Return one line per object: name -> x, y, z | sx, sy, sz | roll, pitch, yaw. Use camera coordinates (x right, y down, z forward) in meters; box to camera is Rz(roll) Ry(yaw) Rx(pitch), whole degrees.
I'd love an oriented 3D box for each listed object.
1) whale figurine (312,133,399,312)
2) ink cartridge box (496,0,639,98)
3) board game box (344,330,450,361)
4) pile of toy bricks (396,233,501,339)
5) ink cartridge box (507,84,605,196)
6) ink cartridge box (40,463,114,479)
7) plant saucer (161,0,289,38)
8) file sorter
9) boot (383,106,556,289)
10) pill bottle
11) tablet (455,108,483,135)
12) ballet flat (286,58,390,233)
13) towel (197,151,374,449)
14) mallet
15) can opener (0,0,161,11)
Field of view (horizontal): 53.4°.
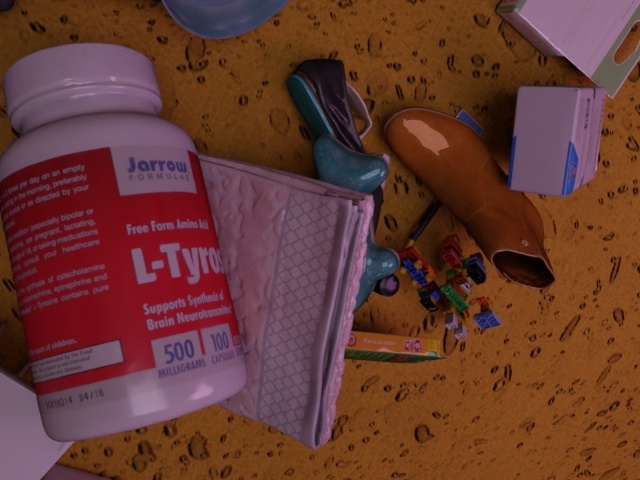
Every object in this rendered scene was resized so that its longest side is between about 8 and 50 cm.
whale figurine -> 0.000, 0.000, 0.852 | 0.216, 0.141, 0.272 | 26, 127, 10
ink cartridge box -> 0.408, -0.355, 0.980 | 0.235, 0.056, 0.171 | 31, 94, -25
board game box -> 0.058, 0.162, 0.971 | 0.260, 0.124, 0.039 | 11, 72, -18
pile of toy bricks -> 0.208, 0.049, 0.985 | 0.118, 0.105, 0.212 | -21, 128, 31
ink cartridge box -> 0.354, -0.155, 0.944 | 0.203, 0.086, 0.148 | -20, 116, -55
ink cartridge box -> -0.390, 0.504, 0.868 | 0.131, 0.226, 0.306 | 27, 94, -21
plant saucer -> -0.081, -0.386, 0.728 | 0.044, 0.317, 0.317 | 39, 91, 19
file sorter -> -0.462, 0.189, 0.791 | 0.278, 0.173, 0.193 | 42, 90, -22
boot -> 0.221, -0.058, 0.910 | 0.295, 0.211, 0.104 | 29, 125, -24
pill bottle -> -0.236, 0.000, 0.735 | 0.229, 0.229, 0.407 | -13, 84, -14
tablet -> 0.214, -0.157, 0.998 | 0.054, 0.006, 0.083 | 37, 92, -22
ballet flat -> 0.046, -0.128, 0.912 | 0.096, 0.095, 0.280 | -29, 111, -23
towel -> -0.101, 0.068, 0.826 | 0.053, 0.317, 0.331 | -9, 111, -57
mallet -> 0.134, 0.004, 1.005 | 0.039, 0.062, 0.189 | 39, 76, -23
can opener -> -0.327, -0.317, 0.769 | 0.284, 0.076, 0.095 | 2, 135, -18
